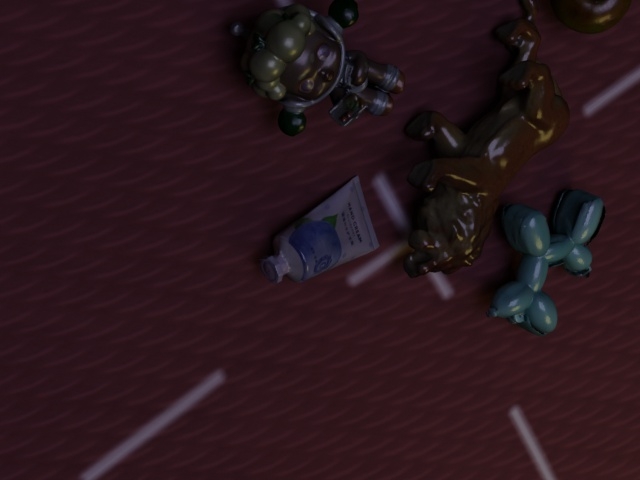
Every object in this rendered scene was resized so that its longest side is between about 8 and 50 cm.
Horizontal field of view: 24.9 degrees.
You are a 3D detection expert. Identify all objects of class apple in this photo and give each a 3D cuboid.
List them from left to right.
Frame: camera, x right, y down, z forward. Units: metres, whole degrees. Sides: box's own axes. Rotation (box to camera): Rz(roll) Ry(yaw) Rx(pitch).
[{"bbox_3d":[0.287,-0.266,1.546,0.089,0.074,0.090,-1,105,-3],"label":"apple"}]

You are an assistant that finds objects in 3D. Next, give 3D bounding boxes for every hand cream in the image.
[{"bbox_3d":[0.000,0.000,1.494,0.142,0.053,0.084,-29,114,-29],"label":"hand cream"}]

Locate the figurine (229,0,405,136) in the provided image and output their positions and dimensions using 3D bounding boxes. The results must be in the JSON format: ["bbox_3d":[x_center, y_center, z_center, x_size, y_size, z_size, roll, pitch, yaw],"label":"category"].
[{"bbox_3d":[0.003,-0.168,1.421,0.197,0.093,0.147,18,105,-30],"label":"figurine"}]

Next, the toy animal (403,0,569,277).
[{"bbox_3d":[0.180,-0.095,1.542,0.312,0.097,0.157,-49,131,-10],"label":"toy animal"}]

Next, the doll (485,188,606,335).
[{"bbox_3d":[0.245,0.029,1.611,0.159,0.059,0.159,-21,117,-31],"label":"doll"}]
